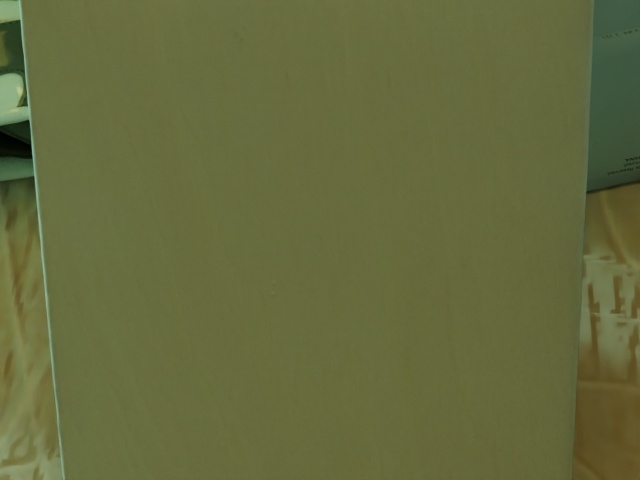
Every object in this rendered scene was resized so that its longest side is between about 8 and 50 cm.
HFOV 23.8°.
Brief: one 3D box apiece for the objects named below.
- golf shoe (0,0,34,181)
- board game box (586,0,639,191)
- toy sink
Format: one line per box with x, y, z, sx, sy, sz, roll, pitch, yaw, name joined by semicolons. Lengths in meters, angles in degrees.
-0.118;-0.090;0.611;0.120;0.105;0.273;42;66;11;golf shoe
0.106;-0.173;0.637;0.144;0.142;0.275;-13;52;-11;board game box
0.000;0.000;0.483;0.152;0.234;0.131;-1;21;2;toy sink
